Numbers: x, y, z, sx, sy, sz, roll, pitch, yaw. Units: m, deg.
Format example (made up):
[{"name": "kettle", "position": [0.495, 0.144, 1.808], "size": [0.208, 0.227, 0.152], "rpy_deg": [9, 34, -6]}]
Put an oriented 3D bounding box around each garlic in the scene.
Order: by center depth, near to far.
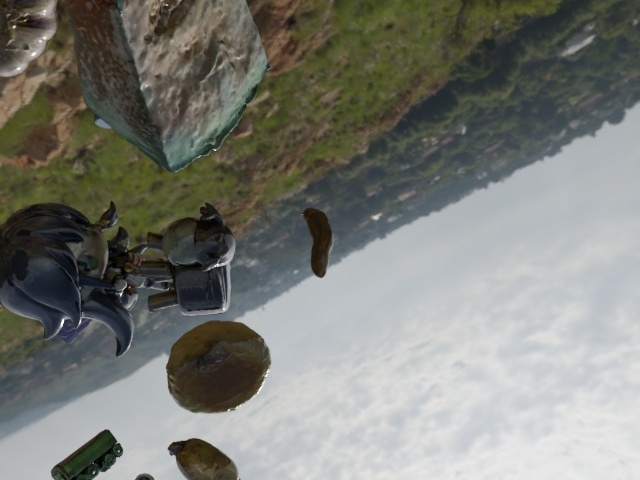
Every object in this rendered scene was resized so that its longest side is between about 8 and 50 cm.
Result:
[{"name": "garlic", "position": [-0.553, -0.386, 0.963], "size": [0.245, 0.160, 0.245], "rpy_deg": [-14, 134, -15]}]

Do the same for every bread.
[{"name": "bread", "position": [-0.240, 0.285, 1.379], "size": [0.244, 0.244, 0.134], "rpy_deg": [-29, -150, -2]}]

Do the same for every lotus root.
[{"name": "lotus root", "position": [-0.166, 0.352, 0.911], "size": [0.063, 0.152, 0.072], "rpy_deg": [-49, -163, -1]}]

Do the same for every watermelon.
[{"name": "watermelon", "position": [-0.202, -0.277, 0.789], "size": [0.264, 0.151, 0.302], "rpy_deg": [-57, 159, -26]}]

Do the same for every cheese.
[{"name": "cheese", "position": [-0.452, 0.134, 1.197], "size": [0.191, 0.042, 0.105], "rpy_deg": [-33, 139, -9]}]

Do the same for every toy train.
[{"name": "toy train", "position": [-0.447, 0.429, 1.157], "size": [0.038, 0.071, 0.148], "rpy_deg": [-48, 173, 25]}]

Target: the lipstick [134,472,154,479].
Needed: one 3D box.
[{"name": "lipstick", "position": [-0.327, 0.473, 1.073], "size": [0.037, 0.037, 0.116], "rpy_deg": [-27, 141, -57]}]

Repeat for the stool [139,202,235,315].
[{"name": "stool", "position": [-0.171, 0.028, 0.782], "size": [0.121, 0.125, 0.217], "rpy_deg": [0, 157, -6]}]

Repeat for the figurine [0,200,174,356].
[{"name": "figurine", "position": [-0.355, 0.050, 0.889], "size": [0.197, 0.265, 0.175], "rpy_deg": [-46, -141, -1]}]

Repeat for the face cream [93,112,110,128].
[{"name": "face cream", "position": [-0.562, -0.482, 1.548], "size": [0.086, 0.385, 0.135], "rpy_deg": [-2, 166, -25]}]

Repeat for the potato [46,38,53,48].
[{"name": "potato", "position": [-0.661, -0.479, 1.271], "size": [0.148, 0.186, 0.253], "rpy_deg": [-29, -153, 5]}]

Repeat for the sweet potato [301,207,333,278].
[{"name": "sweet potato", "position": [0.001, 0.000, 1.231], "size": [0.054, 0.182, 0.053], "rpy_deg": [21, 134, -32]}]
